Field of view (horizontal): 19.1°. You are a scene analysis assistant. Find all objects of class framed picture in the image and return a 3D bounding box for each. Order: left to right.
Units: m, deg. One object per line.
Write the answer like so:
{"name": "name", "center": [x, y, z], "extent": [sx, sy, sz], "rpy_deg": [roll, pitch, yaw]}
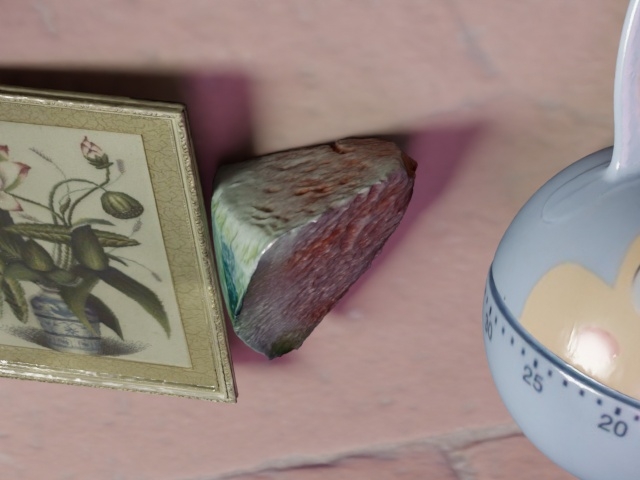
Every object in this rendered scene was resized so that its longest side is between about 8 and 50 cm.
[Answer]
{"name": "framed picture", "center": [-0.132, 0.004, 0.898], "extent": [0.173, 0.010, 0.231], "rpy_deg": [5, 144, 10]}

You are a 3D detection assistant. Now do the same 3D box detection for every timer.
{"name": "timer", "center": [0.164, 0.005, 0.788], "extent": [0.175, 0.175, 0.255], "rpy_deg": [12, 140, -13]}

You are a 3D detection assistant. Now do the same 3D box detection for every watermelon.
{"name": "watermelon", "center": [-0.009, 0.002, 0.870], "extent": [0.094, 0.081, 0.180], "rpy_deg": [-6, 161, -17]}
